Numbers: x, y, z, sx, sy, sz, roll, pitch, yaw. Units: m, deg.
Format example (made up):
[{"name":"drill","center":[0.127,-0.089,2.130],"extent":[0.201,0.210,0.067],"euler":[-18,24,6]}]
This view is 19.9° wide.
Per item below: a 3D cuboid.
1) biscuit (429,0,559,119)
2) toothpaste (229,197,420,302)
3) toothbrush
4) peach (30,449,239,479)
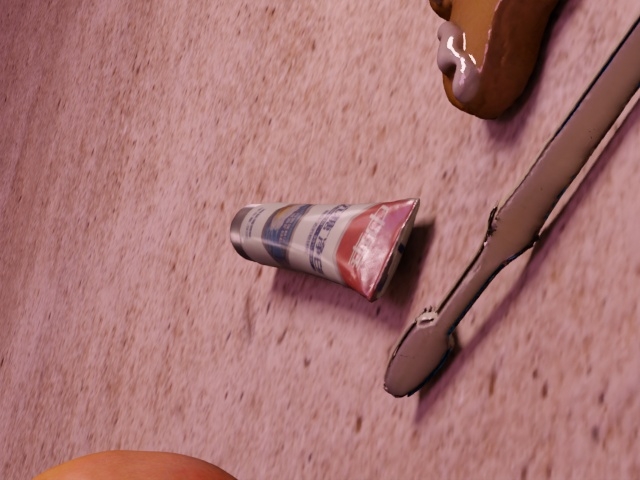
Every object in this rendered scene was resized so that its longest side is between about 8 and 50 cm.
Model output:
[{"name":"biscuit","center":[0.132,-0.219,0.926],"extent":[0.301,0.049,0.197],"euler":[-58,24,28]},{"name":"toothpaste","center":[0.000,0.000,1.072],"extent":[0.062,0.039,0.239],"euler":[-64,20,-7]},{"name":"toothbrush","center":[0.104,-0.030,0.832],"extent":[0.294,0.026,0.028],"euler":[-56,8,34]},{"name":"peach","center":[-0.094,0.196,0.922],"extent":[0.184,0.184,0.184],"euler":[-54,24,38]}]
